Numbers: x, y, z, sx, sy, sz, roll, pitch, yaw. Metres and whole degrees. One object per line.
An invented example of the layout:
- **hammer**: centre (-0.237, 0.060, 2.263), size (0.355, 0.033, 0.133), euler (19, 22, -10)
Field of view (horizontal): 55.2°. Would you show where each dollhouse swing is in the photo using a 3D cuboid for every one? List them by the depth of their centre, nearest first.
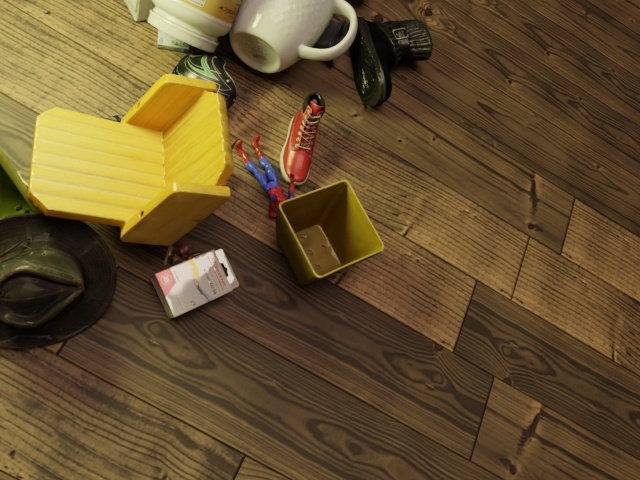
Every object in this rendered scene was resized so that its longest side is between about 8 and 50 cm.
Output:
- **dollhouse swing**: centre (-0.415, -0.211, 1.337), size (0.305, 0.315, 0.346), euler (23, 45, -41)

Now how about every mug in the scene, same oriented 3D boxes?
- **mug**: centre (-0.073, -0.652, 1.791), size (0.374, 0.276, 0.328), euler (23, 70, 9)

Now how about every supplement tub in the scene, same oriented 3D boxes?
- **supplement tub**: centre (-0.311, -0.687, 1.625), size (0.228, 0.316, 0.228), euler (25, 17, -8)

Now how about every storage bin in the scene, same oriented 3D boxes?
- **storage bin**: centre (0.021, -0.633, 1.948), size (0.091, 0.098, 0.135), euler (15, 60, 17)

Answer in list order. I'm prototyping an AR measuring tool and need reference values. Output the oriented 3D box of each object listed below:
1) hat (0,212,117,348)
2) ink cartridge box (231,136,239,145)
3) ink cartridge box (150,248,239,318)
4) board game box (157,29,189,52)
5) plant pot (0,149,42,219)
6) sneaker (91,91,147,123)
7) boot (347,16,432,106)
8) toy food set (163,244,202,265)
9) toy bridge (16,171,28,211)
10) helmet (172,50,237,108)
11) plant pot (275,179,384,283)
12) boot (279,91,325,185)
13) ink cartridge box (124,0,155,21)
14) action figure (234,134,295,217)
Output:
- **hat**: centre (-0.588, 0.095, 1.284), size (0.331, 0.134, 0.331), euler (-5, 101, -29)
- **ink cartridge box**: centre (-0.281, -0.139, 1.559), size (0.056, 0.171, 0.235), euler (42, 59, -3)
- **ink cartridge box**: centre (-0.297, 0.098, 1.498), size (0.198, 0.067, 0.115), euler (-25, 90, -28)
- **board game box**: centre (-0.430, -0.598, 1.794), size (0.090, 0.020, 0.090), euler (5, 66, -19)
- **plant pot**: centre (-0.759, -0.106, 1.307), size (0.227, 0.228, 0.207), euler (-31, 45, -17)
- **sneaker**: centre (-0.501, -0.312, 1.598), size (0.269, 0.101, 0.153), euler (9, 64, -23)
- **boot**: centre (0.244, -0.584, 1.978), size (0.260, 0.131, 0.347), euler (-1, 68, -21)
- **toy food set**: centre (-0.328, 0.049, 1.546), size (0.122, 0.019, 0.078), euler (16, 63, -13)
- **toy bridge**: centre (-0.695, -0.085, 1.463), size (0.063, 0.026, 0.188), euler (-18, 75, -28)
- **helmet**: centre (-0.319, -0.420, 1.677), size (0.169, 0.169, 0.161), euler (-2, 53, -22)
- **plant pot**: centre (0.000, 0.000, 1.595), size (0.212, 0.187, 0.212), euler (-22, 77, -27)
- **boot**: centre (-0.044, -0.288, 1.713), size (0.088, 0.176, 0.244), euler (13, 65, -17)
- **ink cartridge box**: centre (-0.460, -0.775, 1.775), size (0.233, 0.168, 0.171), euler (-26, 79, -27)
- **action figure**: centre (-0.129, -0.170, 1.656), size (0.091, 0.139, 0.280), euler (-23, 80, -26)
